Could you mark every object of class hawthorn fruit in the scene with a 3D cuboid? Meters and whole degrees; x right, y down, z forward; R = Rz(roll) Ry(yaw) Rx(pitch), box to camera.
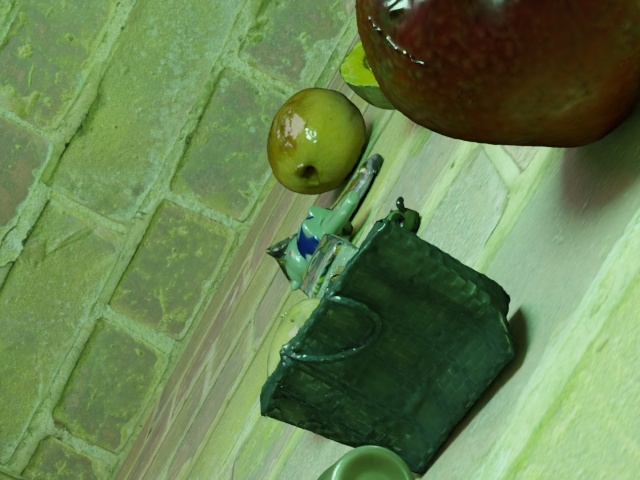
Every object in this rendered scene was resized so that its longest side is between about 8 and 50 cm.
[{"bbox_3d":[0.181,-0.221,0.939,0.311,0.295,0.295,-10,-41,-51],"label":"hawthorn fruit"}]

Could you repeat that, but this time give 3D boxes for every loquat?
[{"bbox_3d":[-0.011,-0.205,2.215,0.238,0.193,0.238,-158,90,-86],"label":"loquat"}]

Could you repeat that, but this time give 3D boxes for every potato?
[{"bbox_3d":[-0.010,0.145,1.423,0.161,0.128,0.235,-58,4,7],"label":"potato"}]

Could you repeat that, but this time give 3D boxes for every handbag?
[{"bbox_3d":[0.061,0.103,0.988,0.270,0.175,0.088,-59,12,35],"label":"handbag"},{"bbox_3d":[0.096,-0.005,1.507,0.111,0.047,0.072,-50,14,45],"label":"handbag"}]

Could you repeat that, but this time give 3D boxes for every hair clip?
[{"bbox_3d":[0.012,-0.034,2.042,0.110,0.095,0.359,-21,-17,-47],"label":"hair clip"}]

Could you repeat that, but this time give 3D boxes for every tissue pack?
[{"bbox_3d":[0.018,0.049,1.744,0.108,0.060,0.148,-63,10,1],"label":"tissue pack"}]

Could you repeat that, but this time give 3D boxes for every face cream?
[{"bbox_3d":[0.008,0.291,1.097,0.341,0.084,0.137,119,164,-61],"label":"face cream"}]

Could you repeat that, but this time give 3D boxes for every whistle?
[{"bbox_3d":[0.000,0.000,1.881,0.244,0.092,0.110,-56,7,43],"label":"whistle"}]

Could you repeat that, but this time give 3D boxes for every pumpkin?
[{"bbox_3d":[0.143,-0.275,1.753,0.217,0.217,0.110,-71,-29,-42],"label":"pumpkin"}]
